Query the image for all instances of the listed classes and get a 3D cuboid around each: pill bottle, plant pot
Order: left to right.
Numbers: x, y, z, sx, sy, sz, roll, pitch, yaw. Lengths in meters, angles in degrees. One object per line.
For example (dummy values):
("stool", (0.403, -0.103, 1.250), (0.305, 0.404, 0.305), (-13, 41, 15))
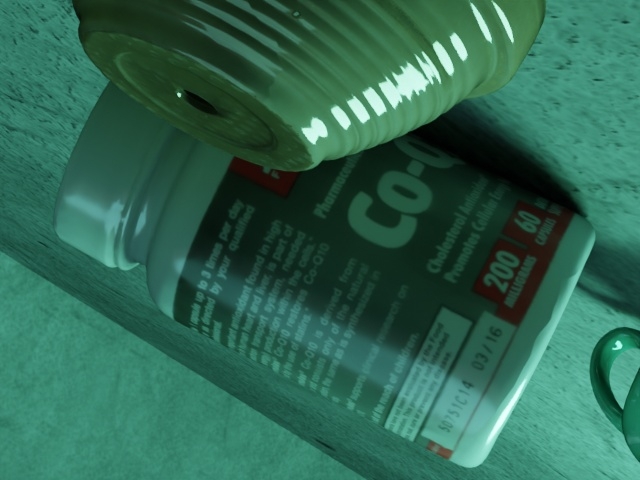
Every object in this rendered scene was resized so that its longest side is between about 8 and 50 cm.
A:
("plant pot", (-0.030, -0.106, 0.737), (0.237, 0.110, 0.237), (27, 168, 6))
("pill bottle", (0.000, 0.000, 0.971), (0.283, 0.161, 0.161), (26, 167, 6))

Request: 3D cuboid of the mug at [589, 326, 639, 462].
("mug", (0.249, 0.117, 1.052), (0.129, 0.097, 0.158), (32, 166, -18))
